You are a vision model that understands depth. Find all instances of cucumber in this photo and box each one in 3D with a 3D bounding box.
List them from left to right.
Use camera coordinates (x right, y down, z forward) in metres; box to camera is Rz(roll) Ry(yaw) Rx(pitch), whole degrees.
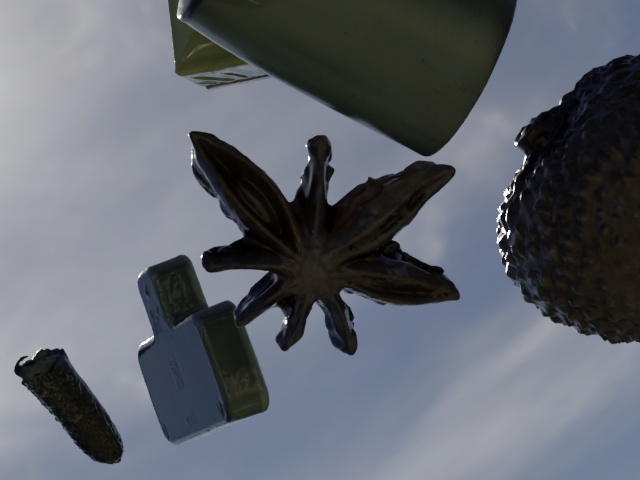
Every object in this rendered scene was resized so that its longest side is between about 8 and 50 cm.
[{"bbox_3d":[-0.311,0.211,2.528,0.067,0.067,0.245,-29,-38,-1],"label":"cucumber"}]

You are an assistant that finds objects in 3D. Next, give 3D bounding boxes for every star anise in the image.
[{"bbox_3d":[0.005,0.001,1.791,0.258,0.198,0.110,1,14,-12],"label":"star anise"}]

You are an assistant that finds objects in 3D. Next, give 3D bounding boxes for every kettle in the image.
[{"bbox_3d":[0.013,-0.204,1.690,0.255,0.240,0.165,24,-70,-11],"label":"kettle"}]

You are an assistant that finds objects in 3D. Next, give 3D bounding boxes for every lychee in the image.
[{"bbox_3d":[0.307,-0.029,1.900,0.300,0.300,0.300,-25,-23,-11],"label":"lychee"}]

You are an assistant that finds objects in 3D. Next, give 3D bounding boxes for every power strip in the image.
[{"bbox_3d":[-0.139,0.114,2.151,0.059,0.193,0.265,-19,-5,-21],"label":"power strip"}]

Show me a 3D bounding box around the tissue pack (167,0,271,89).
[{"bbox_3d":[-0.030,-0.251,1.992,0.234,0.159,0.125,-8,-6,18],"label":"tissue pack"}]
